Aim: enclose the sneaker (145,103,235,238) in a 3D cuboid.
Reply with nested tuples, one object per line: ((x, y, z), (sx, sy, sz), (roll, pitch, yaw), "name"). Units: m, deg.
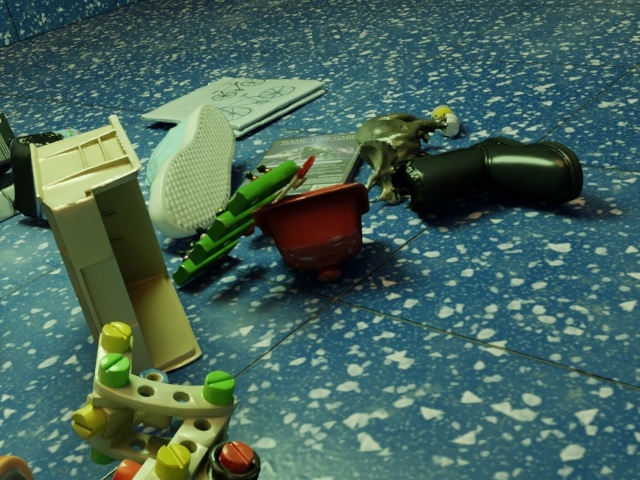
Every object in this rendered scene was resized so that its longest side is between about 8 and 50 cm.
((-0.248, -0.099, 1.454), (0.150, 0.135, 0.366), (-34, 23, 26), "sneaker")

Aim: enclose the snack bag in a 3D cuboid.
((-0.211, -0.319, 1.932), (0.343, 0.037, 0.323), (11, 33, 36), "snack bag")

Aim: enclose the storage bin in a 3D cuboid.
((-0.264, 0.008, 1.052), (0.123, 0.262, 0.260), (-19, 28, -13), "storage bin")

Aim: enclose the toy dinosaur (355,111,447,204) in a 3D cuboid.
((0.126, -0.179, 1.433), (0.161, 0.121, 0.313), (-1, 30, -7), "toy dinosaur")

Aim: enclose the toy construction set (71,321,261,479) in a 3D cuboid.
((-0.176, 0.221, 0.724), (0.215, 0.151, 0.327), (21, 42, 7), "toy construction set")

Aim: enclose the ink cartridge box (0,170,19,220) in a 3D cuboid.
((-0.620, -0.086, 1.606), (0.099, 0.056, 0.135), (16, 37, 43), "ink cartridge box")

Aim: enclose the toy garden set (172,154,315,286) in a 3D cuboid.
((-0.104, -0.052, 1.179), (0.204, 0.049, 0.244), (-36, -6, -43), "toy garden set")

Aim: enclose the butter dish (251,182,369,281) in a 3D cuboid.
((0.000, 0.000, 1.142), (0.160, 0.118, 0.160), (-15, -13, 2), "butter dish")

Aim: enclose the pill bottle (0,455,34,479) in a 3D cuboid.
((-0.398, 0.253, 0.769), (0.246, 0.130, 0.130), (-6, 27, 10), "pill bottle")

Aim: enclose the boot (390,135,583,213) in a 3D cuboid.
((0.239, -0.089, 1.234), (0.207, 0.094, 0.246), (-17, 22, -18), "boot")

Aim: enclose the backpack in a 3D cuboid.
((-0.481, -0.128, 1.541), (0.117, 0.158, 0.173), (19, 27, 32), "backpack")

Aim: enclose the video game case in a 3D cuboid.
((-0.028, -0.133, 1.507), (0.196, 0.026, 0.274), (-2, 27, 17), "video game case")

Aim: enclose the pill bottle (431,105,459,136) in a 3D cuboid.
((0.239, -0.225, 1.562), (0.043, 0.043, 0.083), (-11, 26, 0), "pill bottle")

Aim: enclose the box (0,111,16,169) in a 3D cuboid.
((-0.718, -0.144, 1.611), (0.184, 0.103, 0.261), (-28, 7, -35), "box")
